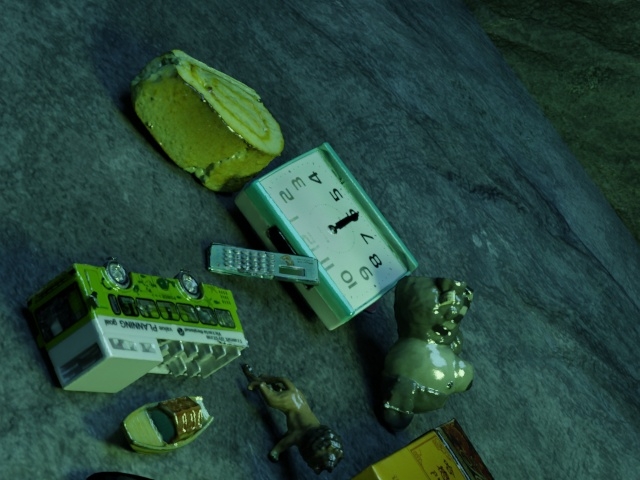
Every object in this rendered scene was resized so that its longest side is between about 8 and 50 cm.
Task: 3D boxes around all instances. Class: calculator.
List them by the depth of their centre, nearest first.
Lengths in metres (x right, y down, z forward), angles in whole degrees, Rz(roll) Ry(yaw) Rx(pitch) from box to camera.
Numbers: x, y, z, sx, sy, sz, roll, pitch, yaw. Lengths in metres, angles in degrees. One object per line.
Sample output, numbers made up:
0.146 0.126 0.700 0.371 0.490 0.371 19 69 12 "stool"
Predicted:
-0.084 0.035 2.069 0.172 0.018 0.057 9 47 -13 "calculator"

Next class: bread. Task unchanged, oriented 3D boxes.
-0.185 -0.193 2.172 0.257 0.124 0.186 35 25 -29 "bread"

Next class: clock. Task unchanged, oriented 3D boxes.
0.000 0.000 2.226 0.262 0.116 0.231 52 39 4 "clock"

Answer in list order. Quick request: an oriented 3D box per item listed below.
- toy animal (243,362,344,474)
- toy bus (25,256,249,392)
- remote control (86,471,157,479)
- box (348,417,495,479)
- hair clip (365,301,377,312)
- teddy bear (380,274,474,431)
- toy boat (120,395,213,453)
-0.045 0.247 1.905 0.220 0.086 0.069 45 18 29 "toy animal"
-0.219 0.112 1.750 0.301 0.113 0.139 12 51 -54 "toy bus"
-0.106 0.369 1.654 0.398 0.062 0.145 27 35 -42 "remote control"
0.161 0.407 1.917 0.264 0.116 0.415 57 18 12 "box"
0.070 0.062 2.364 0.054 0.022 0.137 34 32 -38 "hair clip"
0.174 0.174 2.206 0.144 0.251 0.171 10 5 1 "teddy bear"
-0.191 0.224 1.698 0.172 0.066 0.065 -7 66 -59 "toy boat"
